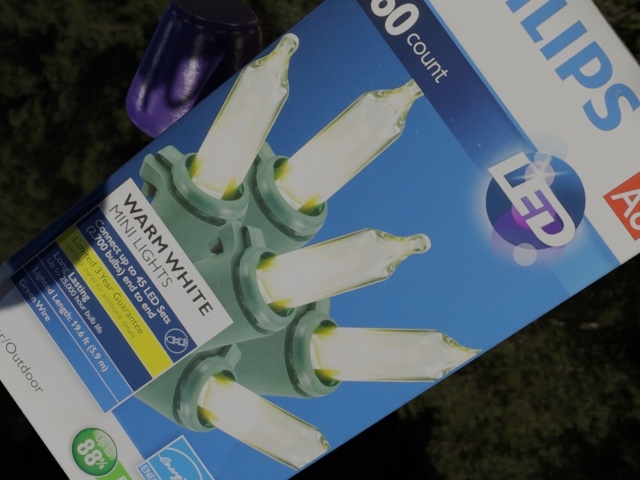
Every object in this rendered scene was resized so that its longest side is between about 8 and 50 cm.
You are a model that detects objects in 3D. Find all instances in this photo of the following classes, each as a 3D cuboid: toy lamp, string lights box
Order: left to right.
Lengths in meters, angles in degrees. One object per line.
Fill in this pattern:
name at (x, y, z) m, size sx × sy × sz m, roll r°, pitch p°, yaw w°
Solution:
toy lamp at (-0.086, -0.007, 0.537) m, size 0.080 × 0.080 × 0.274 m, roll -86°, pitch 9°, yaw -58°
string lights box at (0.000, 0.000, 0.353) m, size 0.133 × 0.260 × 0.077 m, roll 54°, pitch -164°, yaw 1°
